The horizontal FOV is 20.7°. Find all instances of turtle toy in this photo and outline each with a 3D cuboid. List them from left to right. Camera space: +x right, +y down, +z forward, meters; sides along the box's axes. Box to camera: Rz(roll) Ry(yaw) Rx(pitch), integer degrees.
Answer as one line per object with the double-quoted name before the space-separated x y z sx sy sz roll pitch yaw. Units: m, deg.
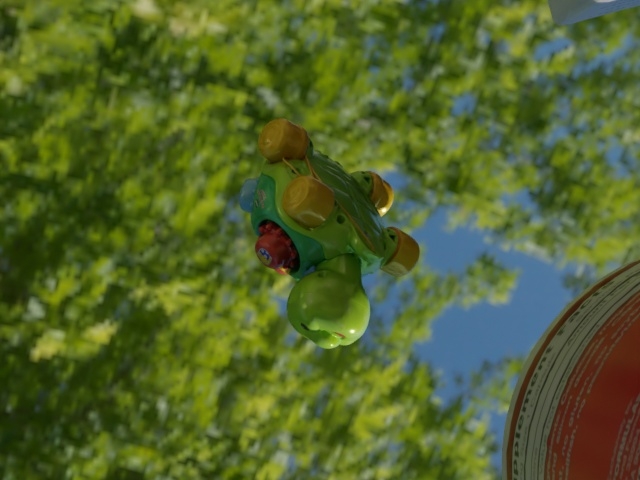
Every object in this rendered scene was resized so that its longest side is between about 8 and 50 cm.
"turtle toy" 0.000 0.000 0.941 0.095 0.066 0.130 30 -154 -38

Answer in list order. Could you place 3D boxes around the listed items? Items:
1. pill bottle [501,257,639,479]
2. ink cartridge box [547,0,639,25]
"pill bottle" 0.213 0.112 0.806 0.229 0.229 0.407 15 177 -5
"ink cartridge box" 0.078 -0.227 0.628 0.066 0.296 0.261 -15 -178 2
